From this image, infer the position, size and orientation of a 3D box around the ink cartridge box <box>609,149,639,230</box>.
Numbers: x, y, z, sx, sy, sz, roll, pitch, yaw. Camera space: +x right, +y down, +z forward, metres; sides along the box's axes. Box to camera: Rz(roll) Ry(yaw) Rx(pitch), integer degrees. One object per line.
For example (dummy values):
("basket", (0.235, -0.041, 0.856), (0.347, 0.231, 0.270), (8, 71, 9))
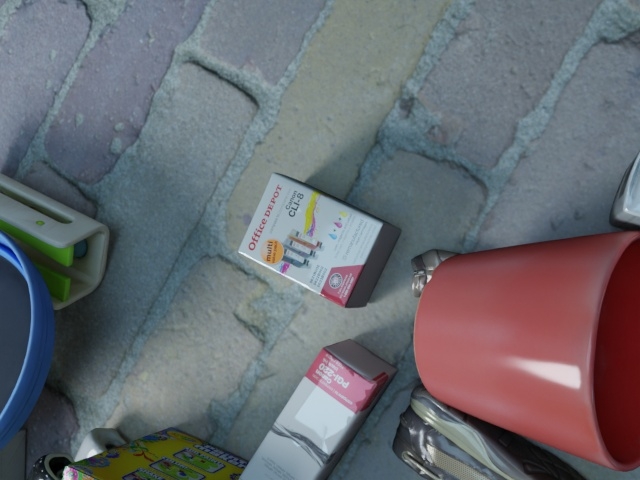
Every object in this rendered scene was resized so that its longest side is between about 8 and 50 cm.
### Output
("ink cartridge box", (0.522, -0.002, 0.867), (0.385, 0.308, 0.091), (19, 94, 17))

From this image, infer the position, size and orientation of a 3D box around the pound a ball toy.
("pound a ball toy", (-0.506, 0.006, 1.292), (0.319, 0.136, 0.208), (24, 119, 17))

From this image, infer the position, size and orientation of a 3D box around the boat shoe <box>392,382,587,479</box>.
("boat shoe", (0.247, 0.333, 1.040), (0.355, 0.132, 0.130), (38, 108, 24))

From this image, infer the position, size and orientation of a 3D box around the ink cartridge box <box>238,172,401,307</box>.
("ink cartridge box", (0.000, 0.000, 1.121), (0.176, 0.127, 0.128), (26, 95, 18))

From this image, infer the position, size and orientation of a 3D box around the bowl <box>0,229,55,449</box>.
("bowl", (-0.556, 0.156, 1.126), (0.391, 0.077, 0.391), (-5, 69, 14))

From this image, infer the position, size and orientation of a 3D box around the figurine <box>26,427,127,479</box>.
("figurine", (-0.387, 0.398, 1.176), (0.092, 0.215, 0.209), (37, 100, 9))

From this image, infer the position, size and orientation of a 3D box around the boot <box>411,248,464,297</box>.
("boot", (0.172, 0.070, 1.113), (0.087, 0.042, 0.118), (-9, 83, 23))

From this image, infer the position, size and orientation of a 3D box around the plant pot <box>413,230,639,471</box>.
("plant pot", (0.264, 0.117, 0.957), (0.243, 0.275, 0.275), (3, 88, 40))

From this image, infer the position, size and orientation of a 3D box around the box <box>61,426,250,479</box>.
("box", (-0.241, 0.443, 1.090), (0.177, 0.279, 0.290), (18, 93, 17))

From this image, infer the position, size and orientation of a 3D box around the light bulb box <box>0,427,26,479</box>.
("light bulb box", (-0.684, 0.481, 1.252), (0.361, 0.225, 0.358), (-1, 86, 16))

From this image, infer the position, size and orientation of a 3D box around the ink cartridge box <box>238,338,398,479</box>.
("ink cartridge box", (0.001, 0.251, 1.089), (0.092, 0.158, 0.218), (32, 96, 15))
